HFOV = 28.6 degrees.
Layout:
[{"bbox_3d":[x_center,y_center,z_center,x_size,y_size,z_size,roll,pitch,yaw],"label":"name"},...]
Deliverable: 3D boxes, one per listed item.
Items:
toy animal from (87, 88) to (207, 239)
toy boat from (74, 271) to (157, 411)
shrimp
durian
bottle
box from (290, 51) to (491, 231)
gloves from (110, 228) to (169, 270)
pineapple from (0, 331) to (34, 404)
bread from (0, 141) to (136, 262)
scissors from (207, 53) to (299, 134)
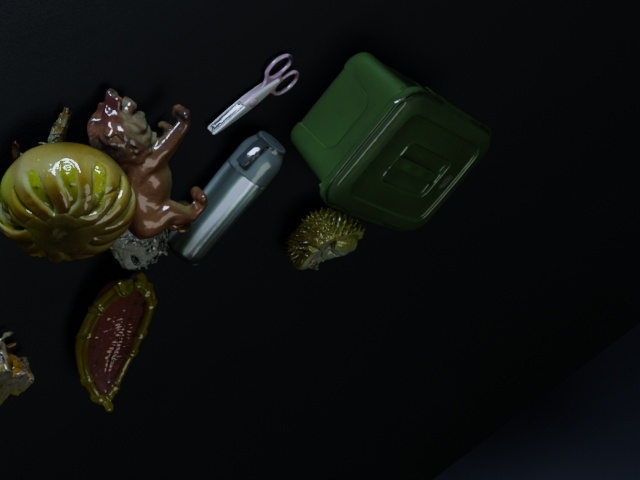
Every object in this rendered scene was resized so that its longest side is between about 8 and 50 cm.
[{"bbox_3d":[-0.264,-0.099,1.894,0.157,0.097,0.312,-26,129,-26],"label":"toy animal"},{"bbox_3d":[-0.351,0.156,2.148,0.141,0.099,0.318,-13,139,-35],"label":"toy boat"},{"bbox_3d":[-0.397,-0.145,1.787,0.083,0.023,0.114,-2,138,-43],"label":"shrimp"},{"bbox_3d":[0.000,0.000,2.355,0.146,0.102,0.208,-15,164,-33],"label":"durian"},{"bbox_3d":[-0.160,-0.071,2.086,0.253,0.079,0.096,-48,164,14],"label":"bottle"},{"bbox_3d":[0.117,-0.171,2.181,0.253,0.178,0.329,-51,146,13],"label":"box"},{"bbox_3d":[-0.292,-0.014,2.022,0.114,0.070,0.153,-33,148,-12],"label":"gloves"},{"bbox_3d":[-0.563,0.235,2.006,0.186,0.114,0.236,-52,151,18],"label":"pineapple"},{"bbox_3d":[-0.365,-0.045,1.807,0.213,0.105,0.213,-4,138,-3],"label":"bread"},{"bbox_3d":[-0.108,-0.228,2.002,0.176,0.022,0.085,-39,153,-9],"label":"scissors"}]
